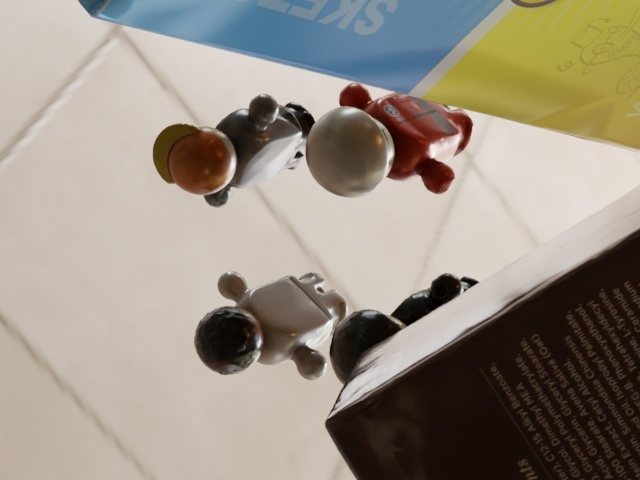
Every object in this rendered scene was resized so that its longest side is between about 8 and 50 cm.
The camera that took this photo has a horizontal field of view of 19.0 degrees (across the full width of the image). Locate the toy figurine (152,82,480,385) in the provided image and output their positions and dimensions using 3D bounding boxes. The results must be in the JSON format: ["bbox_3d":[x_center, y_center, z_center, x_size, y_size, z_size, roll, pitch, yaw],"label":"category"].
[{"bbox_3d":[0.000,0.000,1.314,0.148,0.209,0.213,-21,108,-51],"label":"toy figurine"}]

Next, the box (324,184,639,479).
[{"bbox_3d":[0.202,0.037,1.036,0.143,0.381,0.191,56,9,-3],"label":"box"}]

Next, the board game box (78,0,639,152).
[{"bbox_3d":[0.102,-0.137,0.505,0.316,0.242,0.064,7,41,-51],"label":"board game box"}]
